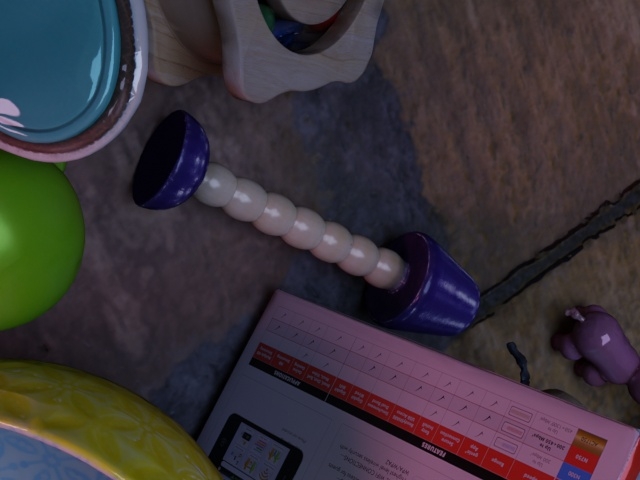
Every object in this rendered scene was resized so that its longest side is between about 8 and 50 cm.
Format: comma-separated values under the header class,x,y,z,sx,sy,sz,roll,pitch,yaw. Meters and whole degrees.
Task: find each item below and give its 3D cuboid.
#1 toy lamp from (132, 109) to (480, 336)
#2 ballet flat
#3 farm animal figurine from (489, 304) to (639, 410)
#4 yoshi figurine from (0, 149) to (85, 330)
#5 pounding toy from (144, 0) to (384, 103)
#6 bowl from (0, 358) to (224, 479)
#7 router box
class,x,y,z,sx,sy,sz,roll,pitch,yaw
toy lamp,0.000,0.000,0.841,0.275,0.080,0.080,25,84,-27
ballet flat,-0.219,-0.212,0.601,0.139,0.139,0.400,-41,92,-19
farm animal figurine,0.308,0.208,0.986,0.330,0.172,0.326,-14,103,-27
yoshi figurine,-0.272,-0.013,0.605,0.362,0.203,0.203,-13,94,-37
pounding toy,-0.076,-0.176,0.734,0.269,0.155,0.154,-23,123,-57
bowl,-0.160,0.173,0.708,0.289,0.289,0.156,63,25,-21
router box,0.023,0.211,0.730,0.082,0.335,0.301,33,81,-38
